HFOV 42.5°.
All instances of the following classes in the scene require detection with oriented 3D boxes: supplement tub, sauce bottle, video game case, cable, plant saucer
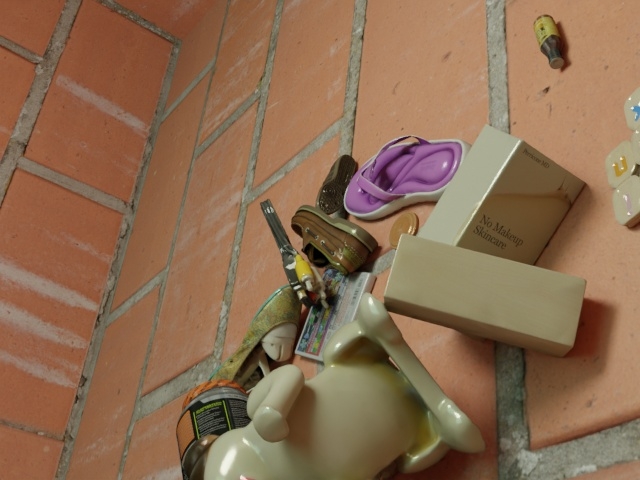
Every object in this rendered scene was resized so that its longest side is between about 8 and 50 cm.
[{"bbox_3d":[-0.194,0.442,1.698,0.194,0.193,0.316,-55,29,17],"label":"supplement tub"},{"bbox_3d":[0.418,-0.361,1.498,0.042,0.042,0.128,-42,33,35],"label":"sauce bottle"},{"bbox_3d":[0.029,0.160,1.742,0.183,0.023,0.201,2,69,60],"label":"video game case"},{"bbox_3d":[-0.050,0.032,1.799,0.072,0.139,0.287,-25,55,5],"label":"cable"},{"bbox_3d":[0.167,-0.021,1.669,0.083,0.013,0.084,-40,35,36],"label":"plant saucer"}]

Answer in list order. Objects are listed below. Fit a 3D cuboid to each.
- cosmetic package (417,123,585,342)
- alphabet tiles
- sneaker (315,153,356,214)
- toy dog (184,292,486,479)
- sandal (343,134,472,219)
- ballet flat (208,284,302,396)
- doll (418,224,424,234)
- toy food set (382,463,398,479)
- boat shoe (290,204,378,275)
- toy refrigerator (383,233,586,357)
[{"bbox_3d":[0.266,-0.010,1.333,0.310,0.160,0.113,-60,28,9],"label":"cosmetic package"},{"bbox_3d":[0.503,-0.145,1.131,0.284,0.021,0.278,-50,27,46],"label":"alphabet tiles"},{"bbox_3d":[0.032,-0.117,1.923,0.071,0.066,0.188,-49,10,53],"label":"sneaker"},{"bbox_3d":[-0.021,0.313,1.282,0.407,0.285,0.395,-35,-1,-11],"label":"toy dog"},{"bbox_3d":[0.157,-0.149,1.699,0.416,0.102,0.169,-12,56,57],"label":"sandal"},{"bbox_3d":[-0.129,0.256,1.856,0.349,0.123,0.123,-52,30,20],"label":"ballet flat"},{"bbox_3d":[0.237,-0.008,1.501,0.129,0.046,0.189,-68,22,-6],"label":"doll"},{"bbox_3d":[0.095,0.398,1.423,0.122,0.019,0.078,-59,28,8],"label":"toy food set"},{"bbox_3d":[0.000,0.000,1.815,0.104,0.110,0.307,-53,26,-10],"label":"boat shoe"},{"bbox_3d":[0.235,0.082,1.199,0.094,0.269,0.102,75,-150,-70],"label":"toy refrigerator"}]
